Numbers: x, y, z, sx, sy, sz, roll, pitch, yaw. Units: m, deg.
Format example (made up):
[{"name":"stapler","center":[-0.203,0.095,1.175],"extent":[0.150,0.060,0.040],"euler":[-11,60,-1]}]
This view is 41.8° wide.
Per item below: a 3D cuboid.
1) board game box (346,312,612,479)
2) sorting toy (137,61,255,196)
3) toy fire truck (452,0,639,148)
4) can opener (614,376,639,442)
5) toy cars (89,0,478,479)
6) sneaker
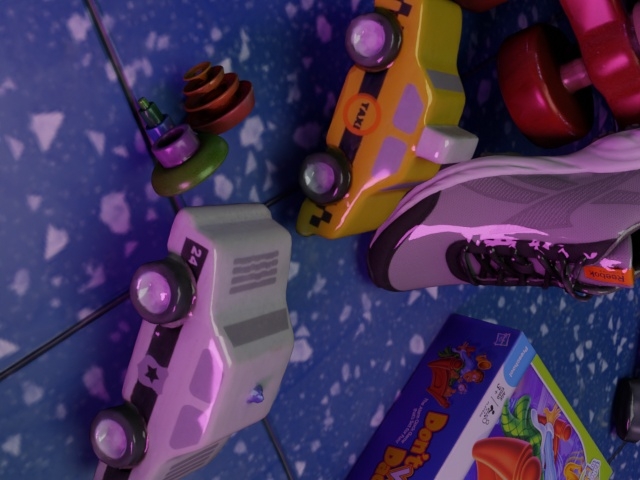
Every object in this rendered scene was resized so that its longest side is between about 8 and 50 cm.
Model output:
[{"name":"board game box","center":[0.103,0.272,0.709],"extent":[0.347,0.078,0.233],"euler":[-54,127,-21]},{"name":"sorting toy","center":[-0.081,-0.072,0.502],"extent":[0.042,0.061,0.102],"euler":[57,39,-31]},{"name":"toy fire truck","center":[0.234,-0.224,0.666],"extent":[0.302,0.169,0.254],"euler":[59,42,-12]},{"name":"can opener","center":[0.384,0.140,0.944],"extent":[0.073,0.059,0.186],"euler":[13,89,-41]},{"name":"toy cars","center":[0.000,0.000,0.527],"extent":[0.394,0.087,0.176],"euler":[-53,154,-21]},{"name":"sneaker","center":[0.163,-0.005,0.610],"extent":[0.100,0.271,0.108],"euler":[59,22,-48]}]
